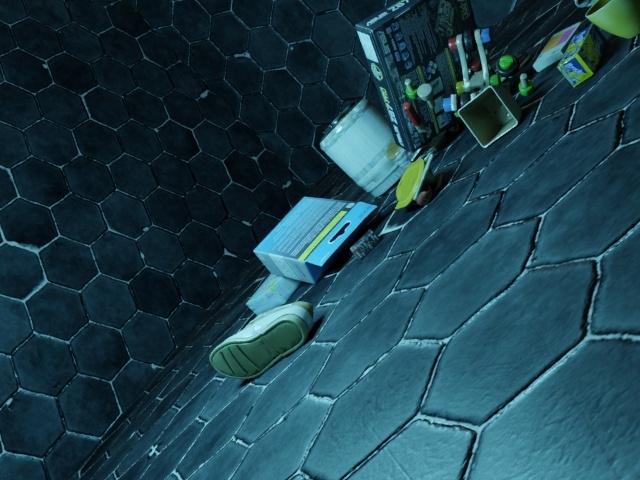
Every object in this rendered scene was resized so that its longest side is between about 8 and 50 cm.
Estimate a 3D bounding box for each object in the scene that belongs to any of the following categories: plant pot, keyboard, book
[{"bbox_3d":[0.625,-0.469,1.473,0.134,0.095,0.134,-44,7,7],"label":"plant pot"},{"bbox_3d":[0.225,-0.118,1.975,0.180,0.023,0.108,-42,2,27],"label":"keyboard"},{"bbox_3d":[0.629,-0.512,1.910,0.144,0.035,0.096,-50,12,-29],"label":"book"},{"bbox_3d":[0.411,-0.303,1.710,0.109,0.109,0.096,-37,-1,43],"label":"plant pot"}]

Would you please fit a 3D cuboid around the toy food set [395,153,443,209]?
[{"bbox_3d":[0.250,-0.130,1.786,0.218,0.071,0.128,166,124,-78],"label":"toy food set"}]

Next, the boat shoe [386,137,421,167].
[{"bbox_3d":[0.315,-0.345,2.209,0.277,0.096,0.098,-53,29,11],"label":"boat shoe"}]

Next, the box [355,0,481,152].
[{"bbox_3d":[0.300,-0.489,2.006,0.318,0.395,0.097,-34,36,-10],"label":"box"}]

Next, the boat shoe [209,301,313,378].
[{"bbox_3d":[-0.130,0.234,1.697,0.302,0.113,0.103,-27,15,32],"label":"boat shoe"}]

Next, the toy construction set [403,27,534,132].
[{"bbox_3d":[0.389,-0.381,1.939,0.308,0.258,0.237,-27,-32,13],"label":"toy construction set"}]

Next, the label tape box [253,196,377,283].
[{"bbox_3d":[0.000,0.000,2.096,0.249,0.115,0.347,-48,32,-22],"label":"label tape box"}]

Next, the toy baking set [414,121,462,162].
[{"bbox_3d":[0.351,-0.288,2.187,0.197,0.030,0.256,-48,0,21],"label":"toy baking set"}]

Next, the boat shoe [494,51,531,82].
[{"bbox_3d":[0.569,-0.526,2.205,0.152,0.049,0.056,-37,10,40],"label":"boat shoe"}]

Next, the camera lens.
[{"bbox_3d":[0.151,-0.304,2.345,0.219,0.274,0.219,-45,6,6],"label":"camera lens"}]

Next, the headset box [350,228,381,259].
[{"bbox_3d":[0.111,0.013,1.841,0.083,0.032,0.062,-43,8,3],"label":"headset box"}]

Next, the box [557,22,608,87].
[{"bbox_3d":[0.566,-0.401,1.557,0.054,0.059,0.169,-33,14,45],"label":"box"}]

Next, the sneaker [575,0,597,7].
[{"bbox_3d":[0.767,-0.724,2.100,0.115,0.090,0.232,-48,7,1],"label":"sneaker"}]

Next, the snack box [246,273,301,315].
[{"bbox_3d":[-0.119,0.130,2.273,0.174,0.070,0.207,-33,15,51],"label":"snack box"}]
